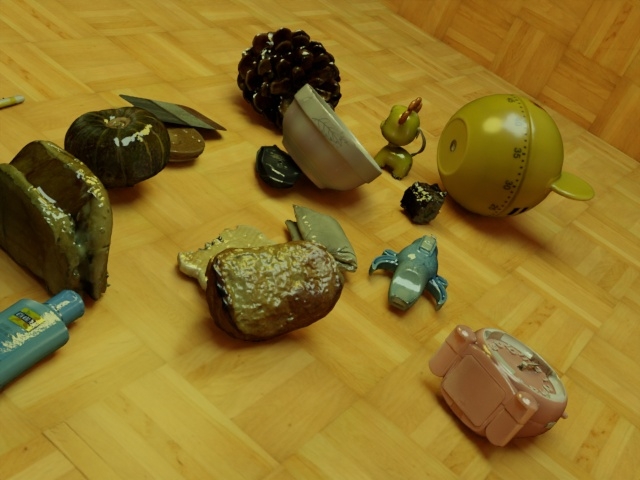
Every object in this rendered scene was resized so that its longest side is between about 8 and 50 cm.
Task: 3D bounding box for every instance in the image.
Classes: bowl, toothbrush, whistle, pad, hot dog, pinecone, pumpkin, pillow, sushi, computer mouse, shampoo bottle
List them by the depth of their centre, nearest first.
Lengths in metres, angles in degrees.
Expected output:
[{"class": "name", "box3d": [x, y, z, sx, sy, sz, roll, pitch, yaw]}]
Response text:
[{"class": "shampoo bottle", "box3d": [-0.451, 0.146, 1.192, 0.104, 0.061, 0.258, 33, 31, 9]}, {"class": "hot dog", "box3d": [-0.087, 0.087, 1.457, 0.259, 0.114, 0.175, -7, 73, -31]}, {"class": "pumpkin", "box3d": [-0.411, -0.181, 1.648, 0.219, 0.162, 0.219, -4, 31, 2]}, {"class": "toothbrush", "box3d": [-0.716, -0.269, 1.668, 0.021, 0.024, 0.288, 30, 30, 10]}, {"class": "pillow", "box3d": [0.000, 0.000, 1.737, 0.134, 0.078, 0.181, 14, 29, -25]}, {"class": "whistle", "box3d": [0.206, 0.071, 1.778, 0.180, 0.093, 0.269, 29, 37, 7]}, {"class": "pad", "box3d": [-0.289, -0.297, 1.907, 0.323, 0.055, 0.250, 11, 7, 35]}, {"class": "computer mouse", "box3d": [-0.104, -0.171, 1.936, 0.106, 0.062, 0.192, 17, 25, -17]}, {"class": "bowl", "box3d": [0.008, -0.230, 1.968, 0.287, 0.144, 0.287, 50, 8, -10]}, {"class": "sushi", "box3d": [0.264, -0.096, 2.061, 0.098, 0.094, 0.084, 0, 41, -37]}, {"class": "pinecone", "box3d": [-0.075, -0.437, 2.187, 0.298, 0.242, 0.296, 12, 31, -33]}]

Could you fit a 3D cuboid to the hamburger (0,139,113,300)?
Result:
[{"class": "hamburger", "box3d": [-0.453, -0.051, 1.353, 0.309, 0.211, 0.132, 41, 38, 21]}]

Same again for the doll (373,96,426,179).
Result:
[{"class": "doll", "box3d": [0.225, -0.291, 2.212, 0.135, 0.221, 0.143, 30, 27, 14]}]

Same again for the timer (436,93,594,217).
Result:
[{"class": "timer", "box3d": [0.525, -0.218, 2.197, 0.387, 0.376, 0.376, 8, 34, -17]}]

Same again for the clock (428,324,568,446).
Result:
[{"class": "clock", "box3d": [0.350, 0.277, 1.527, 0.241, 0.142, 0.227, 6, 35, -47]}]

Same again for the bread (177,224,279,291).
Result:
[{"class": "bread", "box3d": [-0.157, 0.050, 1.579, 0.182, 0.039, 0.251, 36, 32, 16]}]

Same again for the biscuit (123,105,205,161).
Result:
[{"class": "biscuit", "box3d": [-0.370, -0.235, 1.848, 0.208, 0.049, 0.181, 17, 31, -18]}]
